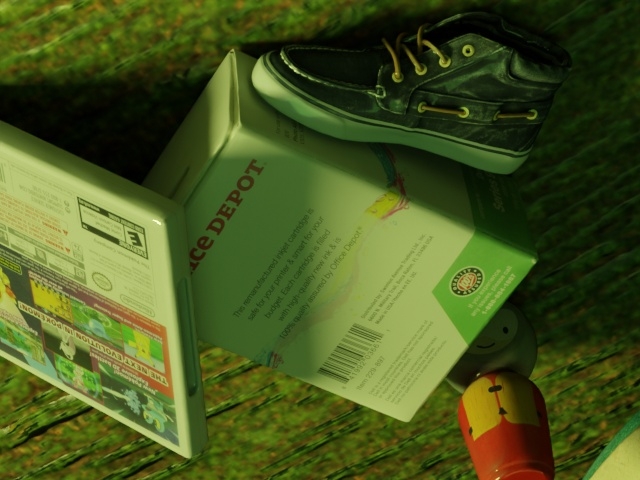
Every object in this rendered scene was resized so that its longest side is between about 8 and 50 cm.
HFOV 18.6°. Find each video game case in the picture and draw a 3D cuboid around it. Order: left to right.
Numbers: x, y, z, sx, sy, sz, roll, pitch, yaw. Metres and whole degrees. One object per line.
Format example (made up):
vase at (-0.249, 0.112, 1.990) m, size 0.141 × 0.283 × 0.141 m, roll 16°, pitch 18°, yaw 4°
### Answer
video game case at (-0.153, 0.020, 1.169) m, size 0.201 × 0.023 × 0.183 m, roll 24°, pitch 136°, yaw 30°

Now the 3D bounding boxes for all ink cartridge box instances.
ink cartridge box at (0.000, 0.000, 1.202) m, size 0.212 × 0.093 × 0.154 m, roll 22°, pitch 123°, yaw -22°

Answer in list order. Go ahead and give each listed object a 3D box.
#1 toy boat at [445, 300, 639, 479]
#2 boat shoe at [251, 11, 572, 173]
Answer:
toy boat at (0.220, 0.136, 1.313) m, size 0.318 × 0.148 × 0.267 m, roll 20°, pitch 129°, yaw -28°
boat shoe at (0.055, -0.102, 1.150) m, size 0.183 × 0.065 × 0.083 m, roll 12°, pitch 125°, yaw -22°
